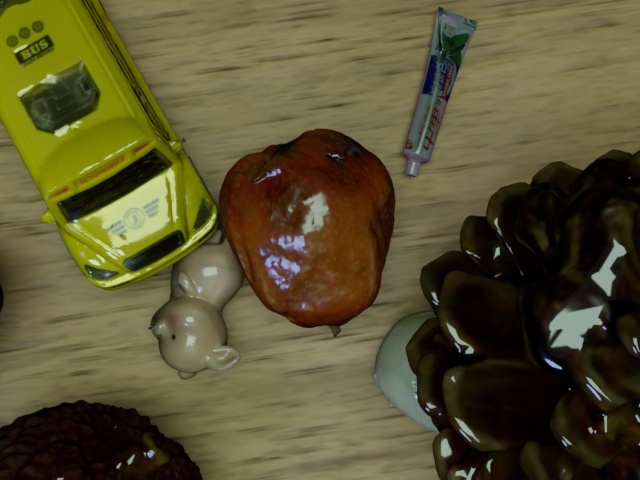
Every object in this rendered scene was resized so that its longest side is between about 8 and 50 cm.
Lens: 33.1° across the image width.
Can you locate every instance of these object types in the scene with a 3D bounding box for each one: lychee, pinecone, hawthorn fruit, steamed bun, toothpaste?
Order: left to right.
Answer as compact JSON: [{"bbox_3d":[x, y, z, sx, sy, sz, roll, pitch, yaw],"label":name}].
[{"bbox_3d":[-0.219,0.266,0.940,0.236,0.236,0.271,34,104,-1],"label":"lychee"},{"bbox_3d":[-0.004,-0.013,0.982,0.173,0.173,0.179,-16,73,-3],"label":"hawthorn fruit"},{"bbox_3d":[0.113,-0.144,1.063,0.045,0.028,0.170,18,84,-12],"label":"toothpaste"},{"bbox_3d":[0.119,0.124,1.021,0.130,0.091,0.112,33,86,0],"label":"steamed bun"},{"bbox_3d":[0.288,0.105,0.865,0.397,0.398,0.398,0,88,-2],"label":"pinecone"}]

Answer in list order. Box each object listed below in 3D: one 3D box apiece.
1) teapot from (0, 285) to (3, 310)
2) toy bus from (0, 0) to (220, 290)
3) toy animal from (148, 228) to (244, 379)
[{"bbox_3d":[-0.419,0.145,0.922,0.300,0.253,0.344,21,95,31],"label":"teapot"},{"bbox_3d":[-0.224,-0.124,0.976,0.144,0.152,0.330,-30,83,-4],"label":"toy bus"},{"bbox_3d":[-0.112,0.062,1.020,0.089,0.083,0.150,13,87,-5],"label":"toy animal"}]
